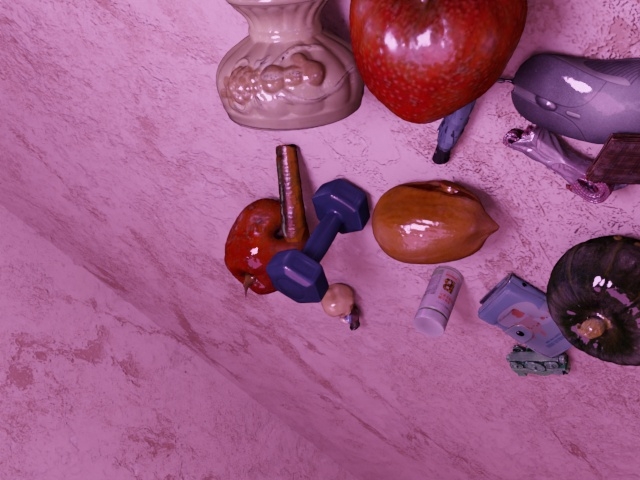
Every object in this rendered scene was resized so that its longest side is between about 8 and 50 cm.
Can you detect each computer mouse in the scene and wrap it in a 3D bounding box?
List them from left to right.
[{"bbox_3d":[0.456,-0.250,1.096,0.379,0.090,0.167,15,141,24],"label":"computer mouse"}]

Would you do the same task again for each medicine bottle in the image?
[{"bbox_3d":[0.315,0.160,1.611,0.086,0.183,0.086,19,143,15],"label":"medicine bottle"}]

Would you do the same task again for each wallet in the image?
[{"bbox_3d":[0.557,0.201,1.587,0.250,0.075,0.176,30,139,0],"label":"wallet"},{"bbox_3d":[0.610,-0.144,1.079,0.230,0.042,0.124,4,148,2],"label":"wallet"}]

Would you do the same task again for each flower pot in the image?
[{"bbox_3d":[-0.066,-0.369,1.161,0.307,0.307,0.244,10,125,26],"label":"flower pot"}]

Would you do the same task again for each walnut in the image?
[{"bbox_3d":[0.264,-0.036,1.403,0.297,0.203,0.203,8,139,24],"label":"walnut"}]

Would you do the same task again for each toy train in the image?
[{"bbox_3d":[0.623,0.348,1.720,0.178,0.071,0.104,-11,136,45],"label":"toy train"}]

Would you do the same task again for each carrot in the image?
[{"bbox_3d":[-0.079,-0.123,1.570,0.070,0.070,0.260,6,111,31],"label":"carrot"}]

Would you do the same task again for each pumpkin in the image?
[{"bbox_3d":[0.638,0.134,1.315,0.300,0.207,0.300,35,145,29],"label":"pumpkin"}]

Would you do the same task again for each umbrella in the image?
[{"bbox_3d":[0.273,-0.241,1.254,0.053,0.052,0.250,40,156,15],"label":"umbrella"}]

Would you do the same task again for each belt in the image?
[{"bbox_3d":[0.473,-0.159,1.194,0.232,0.053,0.071,36,140,12],"label":"belt"}]

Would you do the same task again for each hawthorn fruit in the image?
[{"bbox_3d":[-0.153,0.017,1.724,0.258,0.262,0.258,43,-179,-1],"label":"hawthorn fruit"},{"bbox_3d":[0.197,-0.331,1.040,0.284,0.285,0.369,16,151,19],"label":"hawthorn fruit"}]

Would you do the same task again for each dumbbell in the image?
[{"bbox_3d":[0.000,0.000,1.520,0.144,0.325,0.160,16,146,28],"label":"dumbbell"}]

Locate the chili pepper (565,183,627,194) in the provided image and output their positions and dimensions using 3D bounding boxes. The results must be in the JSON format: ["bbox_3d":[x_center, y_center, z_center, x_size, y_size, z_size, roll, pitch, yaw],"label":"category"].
[{"bbox_3d":[0.565,-0.118,1.216,0.153,0.041,0.050,-17,89,46],"label":"chili pepper"}]

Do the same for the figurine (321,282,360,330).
[{"bbox_3d":[0.070,0.215,1.938,0.108,0.114,0.196,-13,142,14],"label":"figurine"}]
